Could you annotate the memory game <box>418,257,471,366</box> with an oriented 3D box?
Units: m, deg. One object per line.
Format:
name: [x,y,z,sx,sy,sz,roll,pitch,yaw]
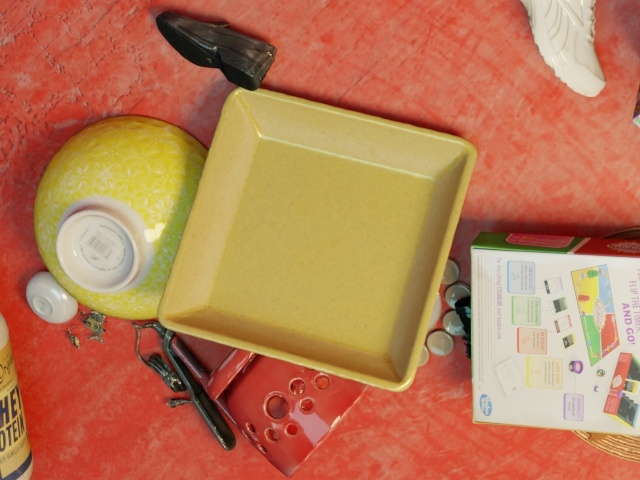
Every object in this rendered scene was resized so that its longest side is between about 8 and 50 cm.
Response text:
memory game: [0.113,0.081,1.938,0.186,0.012,0.186,5,110,14]

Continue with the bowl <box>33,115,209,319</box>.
bowl: [-0.269,-0.011,1.932,0.290,0.156,0.289,5,110,14]

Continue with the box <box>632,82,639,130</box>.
box: [0.511,-0.109,1.616,0.177,0.279,0.290,-38,96,24]

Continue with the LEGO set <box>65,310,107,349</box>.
LEGO set: [-0.329,0.123,2.072,0.083,0.023,0.054,-13,103,33]

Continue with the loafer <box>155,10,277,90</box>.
loafer: [-0.134,-0.255,1.868,0.170,0.061,0.062,31,159,14]

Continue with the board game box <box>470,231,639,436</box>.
board game box: [0.346,0.119,1.784,0.317,0.064,0.242,4,109,17]

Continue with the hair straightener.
hair straightener: [-0.195,0.208,2.048,0.089,0.047,0.230,-40,95,23]

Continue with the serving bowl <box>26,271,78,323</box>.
serving bowl: [-0.386,0.086,2.054,0.083,0.027,0.083,17,129,22]

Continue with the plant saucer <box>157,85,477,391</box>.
plant saucer: [0.000,0.000,1.841,0.333,0.081,0.332,15,78,10]

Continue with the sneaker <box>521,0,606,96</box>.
sneaker: [0.297,-0.283,1.719,0.115,0.090,0.232,-26,102,18]

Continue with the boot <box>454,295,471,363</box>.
boot: [0.239,0.113,1.897,0.121,0.045,0.099,-17,110,12]

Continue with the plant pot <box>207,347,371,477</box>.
plant pot: [-0.042,0.190,1.923,0.174,0.191,0.191,42,114,2]

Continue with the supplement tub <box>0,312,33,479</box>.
supplement tub: [-0.542,0.216,2.047,0.228,0.228,0.316,-2,109,16]

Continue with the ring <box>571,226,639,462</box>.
ring: [0.433,0.143,1.862,0.337,0.032,0.336,5,109,14]
